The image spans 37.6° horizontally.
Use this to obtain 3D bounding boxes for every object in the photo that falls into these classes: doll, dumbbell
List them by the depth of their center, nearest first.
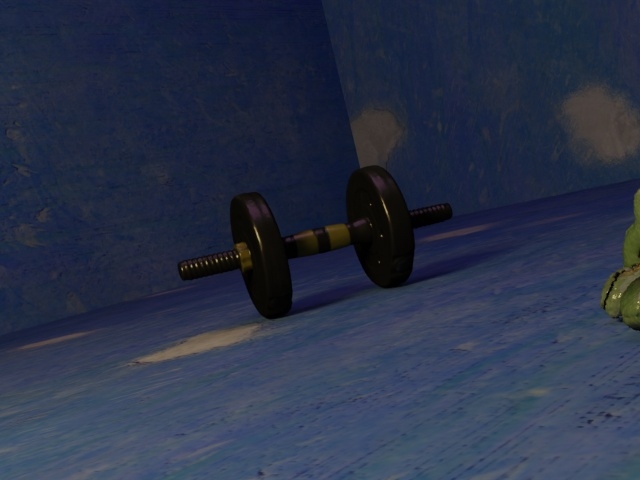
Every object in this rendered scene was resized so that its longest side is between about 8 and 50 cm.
[{"bbox_3d":[0.206,0.007,0.525,0.115,0.077,0.150,-24,8,24],"label":"doll"},{"bbox_3d":[0.000,0.000,1.065,0.325,0.143,0.143,-14,2,-16],"label":"dumbbell"}]
